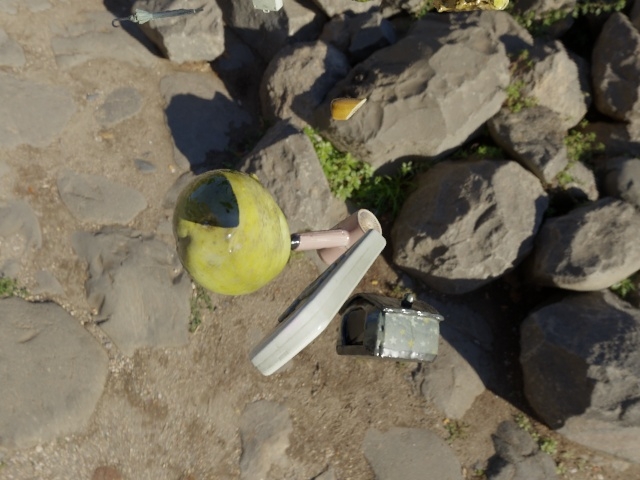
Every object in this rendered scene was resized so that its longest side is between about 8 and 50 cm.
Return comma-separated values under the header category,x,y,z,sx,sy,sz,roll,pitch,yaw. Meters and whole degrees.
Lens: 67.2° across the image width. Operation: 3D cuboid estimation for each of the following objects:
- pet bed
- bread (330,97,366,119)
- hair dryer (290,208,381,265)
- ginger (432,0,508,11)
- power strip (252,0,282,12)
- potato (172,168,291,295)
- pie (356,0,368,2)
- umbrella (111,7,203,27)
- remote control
category,x,y,z,sx,sy,sz,roll,pitch,yaw
pet bed,0.159,0.197,1.122,0.211,0.183,0.159,15,72,-30
bread,0.079,-0.383,1.403,0.103,0.049,0.062,7,93,19
hair dryer,0.000,0.000,1.313,0.344,0.189,0.107,-3,67,-50
ginger,0.355,-0.606,1.188,0.115,0.081,0.205,-14,32,-28
power strip,-0.204,-0.940,1.584,0.106,0.367,0.043,16,54,19
potato,-0.137,-0.012,0.749,0.148,0.197,0.228,12,12,15
pie,0.132,-0.678,1.125,0.302,0.067,0.302,-7,64,14
umbrella,-0.478,-0.666,1.408,0.269,0.044,0.044,-12,79,-4
remote control,0.003,0.050,0.444,0.029,0.087,0.190,45,32,1
